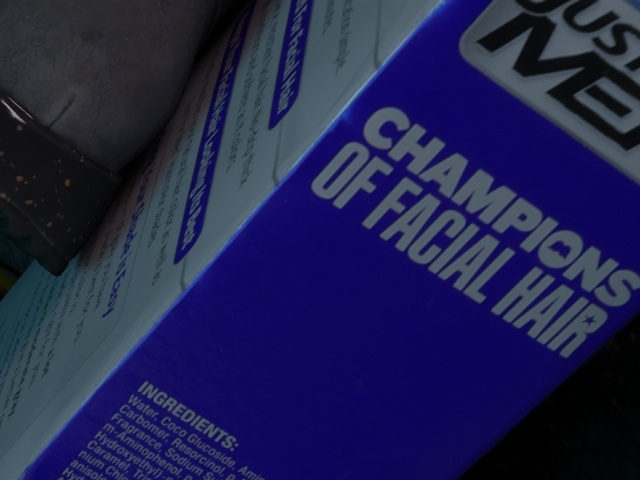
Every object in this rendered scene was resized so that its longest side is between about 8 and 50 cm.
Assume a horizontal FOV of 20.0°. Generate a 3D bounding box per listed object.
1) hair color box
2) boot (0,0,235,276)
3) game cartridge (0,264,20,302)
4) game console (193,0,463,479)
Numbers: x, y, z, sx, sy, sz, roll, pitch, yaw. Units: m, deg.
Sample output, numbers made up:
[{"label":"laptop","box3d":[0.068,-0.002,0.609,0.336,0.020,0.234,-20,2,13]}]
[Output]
[{"label":"hair color box","box3d":[0.000,0.000,0.565,0.339,0.110,0.185,-49,17,30]},{"label":"boot","box3d":[-0.076,-0.123,0.680,0.222,0.118,0.338,-52,27,0]},{"label":"game cartridge","box3d":[-0.204,0.186,1.237,0.285,0.053,0.323,23,118,56]},{"label":"game console","box3d":[-0.006,-0.046,0.722,0.213,0.044,0.361,23,105,35]}]
